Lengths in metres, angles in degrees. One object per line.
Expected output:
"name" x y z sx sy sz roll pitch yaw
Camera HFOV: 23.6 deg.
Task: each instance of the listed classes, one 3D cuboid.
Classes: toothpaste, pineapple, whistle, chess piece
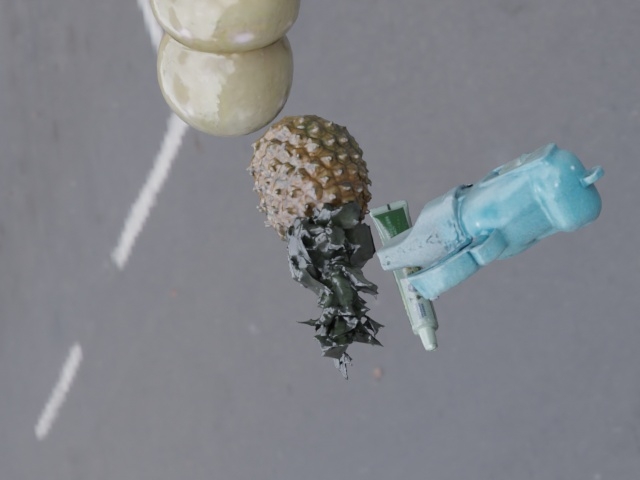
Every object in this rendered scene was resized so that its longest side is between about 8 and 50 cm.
"toothpaste" 0.107 0.041 1.835 0.031 0.049 0.204 69 -176 -61
"pineapple" 0.000 0.000 1.388 0.125 0.125 0.251 113 154 -47
"whistle" 0.174 -0.025 1.581 0.274 0.186 0.093 -23 105 36
"chess piece" -0.069 -0.199 1.098 0.143 0.142 0.261 49 146 46
